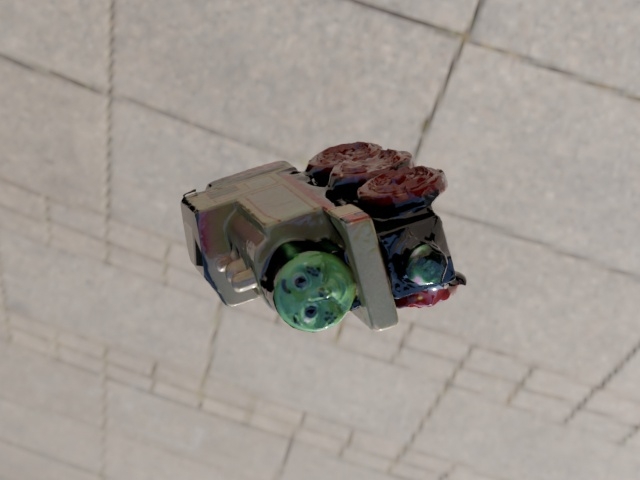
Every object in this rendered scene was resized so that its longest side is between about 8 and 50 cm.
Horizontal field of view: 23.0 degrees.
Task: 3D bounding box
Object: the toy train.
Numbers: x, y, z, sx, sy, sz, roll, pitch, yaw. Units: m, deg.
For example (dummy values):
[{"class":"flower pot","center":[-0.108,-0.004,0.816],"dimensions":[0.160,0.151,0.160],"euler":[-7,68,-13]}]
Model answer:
[{"class":"toy train","center":[0.000,0.000,0.593],"dimensions":[0.087,0.050,0.138],"euler":[-19,-164,-11]}]
